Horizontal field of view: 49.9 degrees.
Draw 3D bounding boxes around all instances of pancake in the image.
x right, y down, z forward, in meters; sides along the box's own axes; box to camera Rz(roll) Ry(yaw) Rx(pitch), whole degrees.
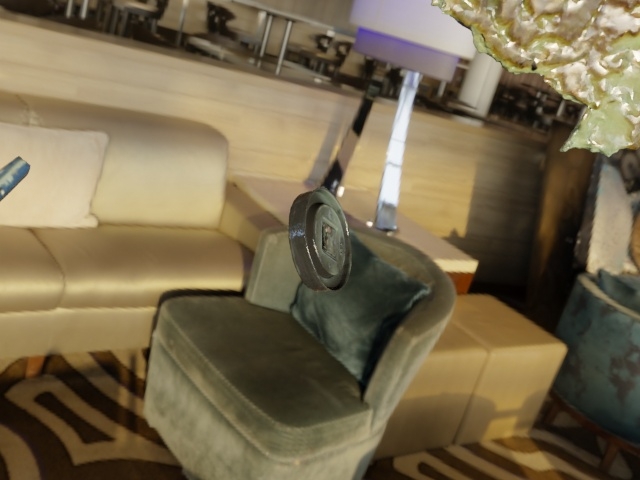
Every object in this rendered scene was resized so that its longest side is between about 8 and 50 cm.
[{"bbox_3d":[0.234,-0.279,0.635,0.427,0.305,0.067,34,19,-16],"label":"pancake"}]

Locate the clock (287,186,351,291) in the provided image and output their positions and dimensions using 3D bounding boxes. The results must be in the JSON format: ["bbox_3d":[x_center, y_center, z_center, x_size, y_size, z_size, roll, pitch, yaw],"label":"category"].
[{"bbox_3d":[0.000,0.000,1.200,0.040,0.184,0.184,-9,6,25],"label":"clock"}]

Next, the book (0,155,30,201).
[{"bbox_3d":[-0.278,0.091,0.301,0.018,0.228,0.322,53,32,-23],"label":"book"}]

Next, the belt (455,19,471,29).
[{"bbox_3d":[0.326,-0.469,1.197,0.140,0.230,0.126,39,24,17],"label":"belt"}]
